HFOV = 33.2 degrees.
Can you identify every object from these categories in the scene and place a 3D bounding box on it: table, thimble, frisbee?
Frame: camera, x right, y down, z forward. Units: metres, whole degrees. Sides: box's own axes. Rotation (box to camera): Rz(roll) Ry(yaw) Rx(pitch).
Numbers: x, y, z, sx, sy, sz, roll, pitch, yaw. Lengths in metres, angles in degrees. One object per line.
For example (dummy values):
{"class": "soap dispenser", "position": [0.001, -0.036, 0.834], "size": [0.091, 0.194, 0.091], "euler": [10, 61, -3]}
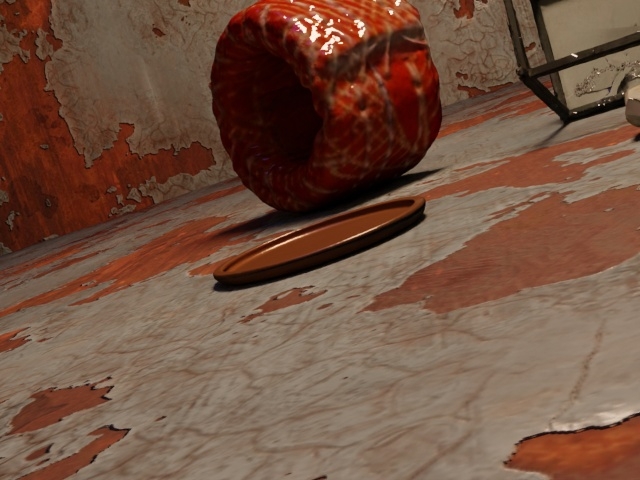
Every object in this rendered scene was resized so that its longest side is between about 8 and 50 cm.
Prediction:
{"class": "table", "position": [0.438, -0.338, 1.476], "size": [0.335, 0.222, 0.272], "euler": [-17, -15, 23]}
{"class": "thimble", "position": [0.001, -0.223, 1.631], "size": [0.231, 0.350, 0.350], "euler": [-23, 8, -31]}
{"class": "frisbee", "position": [0.000, 0.000, 1.194], "size": [0.251, 0.021, 0.251], "euler": [-18, 8, 3]}

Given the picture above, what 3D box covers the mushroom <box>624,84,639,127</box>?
{"class": "mushroom", "position": [0.415, -0.174, 1.252], "size": [0.084, 0.071, 0.209], "euler": [28, 40, 34]}
